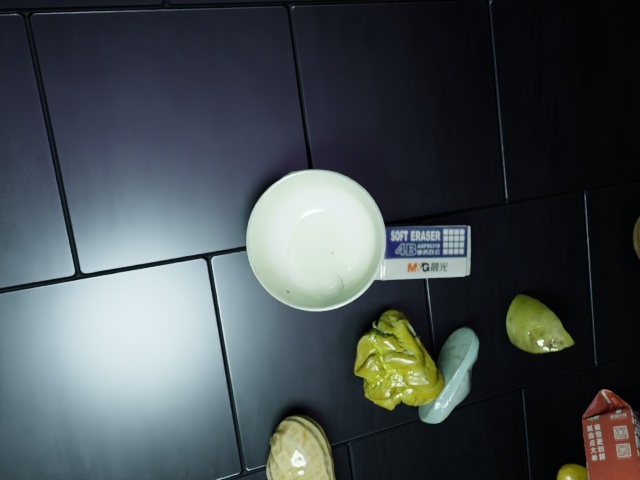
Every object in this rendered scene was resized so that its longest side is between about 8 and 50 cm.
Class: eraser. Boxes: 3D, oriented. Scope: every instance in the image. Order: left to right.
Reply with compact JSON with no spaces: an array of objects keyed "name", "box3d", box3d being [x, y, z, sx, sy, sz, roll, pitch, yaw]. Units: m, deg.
[{"name":"eraser","box3d":[0.207,0.025,1.136,0.279,0.081,0.124,-2,95,-18]}]

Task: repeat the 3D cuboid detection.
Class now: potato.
[{"name":"potato","box3d":[0.528,0.209,1.223,0.081,0.149,0.120,-23,99,-20]}]

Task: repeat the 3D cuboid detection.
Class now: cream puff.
[{"name":"cream puff","box3d":[0.169,0.287,1.104,0.195,0.195,0.221,-39,101,-11]}]

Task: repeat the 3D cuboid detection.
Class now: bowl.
[{"name":"bowl","box3d":[0.000,0.000,1.012,0.277,0.145,0.277,0,88,11]}]

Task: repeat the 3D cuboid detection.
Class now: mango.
[{"name":"mango","box3d":[0.720,0.700,1.354,0.137,0.098,0.195,-41,100,-6]}]

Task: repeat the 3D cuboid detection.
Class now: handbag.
[{"name":"handbag","box3d":[0.818,0.566,1.328,0.171,0.151,0.298,36,46,-19]}]

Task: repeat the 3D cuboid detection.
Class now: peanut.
[{"name":"peanut","box3d":[-0.037,0.540,1.077,0.153,0.140,0.325,-2,102,10]}]

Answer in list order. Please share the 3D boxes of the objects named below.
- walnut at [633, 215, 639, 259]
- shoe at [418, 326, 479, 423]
[{"name":"walnut","box3d":[0.960,0.005,1.312,0.225,0.225,0.261,-30,91,-13]},{"name":"shoe","box3d":[0.328,0.335,1.195,0.100,0.103,0.251,28,91,-17]}]
